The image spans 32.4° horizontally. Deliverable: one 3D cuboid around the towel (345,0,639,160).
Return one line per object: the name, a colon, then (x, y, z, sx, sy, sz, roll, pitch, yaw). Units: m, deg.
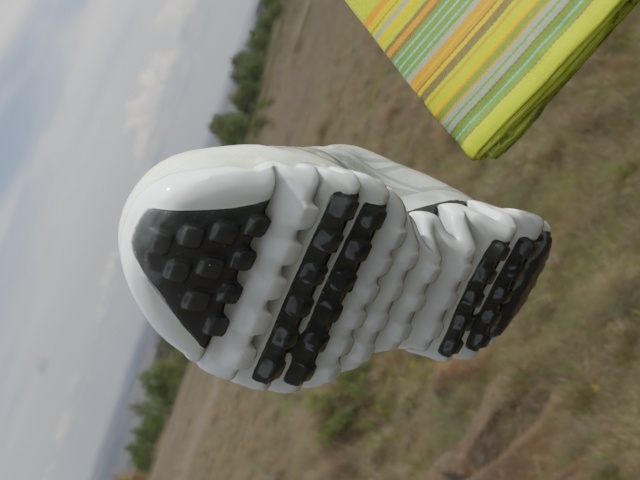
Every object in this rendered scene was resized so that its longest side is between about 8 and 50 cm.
towel: (0.039, -0.154, 0.493, 0.021, 0.237, 0.102, -1, -40, -52)

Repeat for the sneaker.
sneaker: (0.000, 0.000, 0.541, 0.292, 0.118, 0.110, 8, -65, -56)
